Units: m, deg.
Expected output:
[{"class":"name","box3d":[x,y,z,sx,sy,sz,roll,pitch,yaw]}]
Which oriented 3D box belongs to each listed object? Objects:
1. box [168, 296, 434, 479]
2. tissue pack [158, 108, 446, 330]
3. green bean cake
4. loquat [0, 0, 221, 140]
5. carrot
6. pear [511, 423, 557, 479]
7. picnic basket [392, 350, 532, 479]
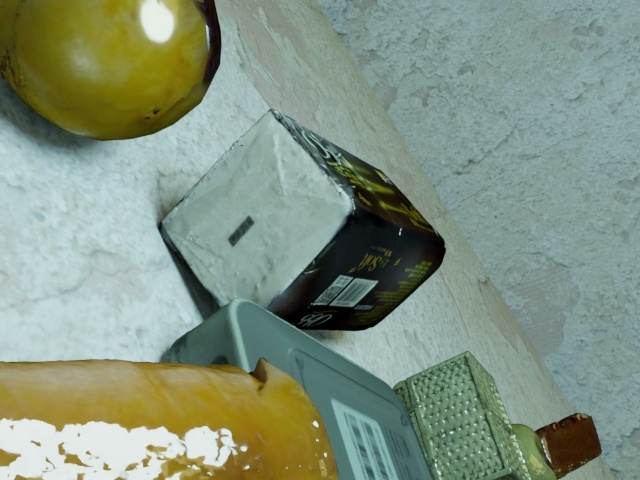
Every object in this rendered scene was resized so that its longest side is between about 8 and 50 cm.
[{"class":"box","box3d":[0.033,0.284,0.702,0.396,0.111,0.396,38,25,-49]},{"class":"tissue pack","box3d":[0.000,0.000,0.907,0.198,0.210,0.370,54,15,21]},{"class":"green bean cake","box3d":[0.453,0.430,1.405,0.232,0.198,0.097,18,40,-58]},{"class":"loquat","box3d":[-0.216,-0.217,0.717,0.235,0.235,0.235,48,20,-24]},{"class":"carrot","box3d":[-0.129,0.147,0.396,0.254,0.196,0.196,27,35,-53]},{"class":"pear","box3d":[0.340,0.411,1.243,0.167,0.136,0.167,52,16,-22]},{"class":"picnic basket","box3d":[0.205,0.300,1.051,0.134,0.154,0.196,44,25,-48]}]
